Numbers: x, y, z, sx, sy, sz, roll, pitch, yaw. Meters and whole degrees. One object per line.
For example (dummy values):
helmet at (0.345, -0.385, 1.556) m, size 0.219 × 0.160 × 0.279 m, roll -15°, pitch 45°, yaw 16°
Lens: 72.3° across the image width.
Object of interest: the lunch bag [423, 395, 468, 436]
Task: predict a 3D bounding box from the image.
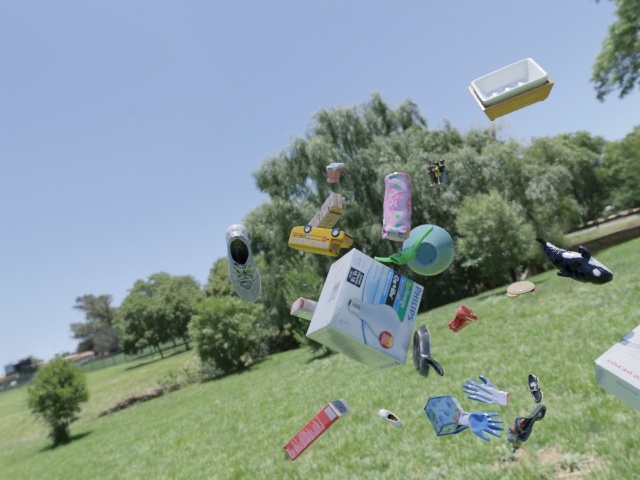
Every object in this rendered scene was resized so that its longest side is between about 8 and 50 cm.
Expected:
lunch bag at (0.509, 0.696, 1.746) m, size 0.151 × 0.129 × 0.096 m, roll -3°, pitch -52°, yaw -19°

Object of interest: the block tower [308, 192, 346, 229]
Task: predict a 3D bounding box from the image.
block tower at (0.035, -0.132, 2.477) m, size 0.090 × 0.097 × 0.335 m, roll 10°, pitch -32°, yaw -22°

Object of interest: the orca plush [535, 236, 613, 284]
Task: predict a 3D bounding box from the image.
orca plush at (0.905, 0.085, 1.611) m, size 0.102 × 0.287 × 0.151 m, roll -27°, pitch -38°, yaw -18°

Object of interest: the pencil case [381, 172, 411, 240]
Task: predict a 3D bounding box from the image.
pencil case at (0.316, -0.137, 1.822) m, size 0.124 × 0.285 × 0.124 m, roll 5°, pitch -14°, yaw 1°

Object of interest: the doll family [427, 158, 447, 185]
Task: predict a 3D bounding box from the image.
doll family at (0.544, -0.317, 2.027) m, size 0.075 × 0.112 × 0.193 m, roll -10°, pitch 6°, yaw 23°

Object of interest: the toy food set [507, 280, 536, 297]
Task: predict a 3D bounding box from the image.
toy food set at (0.610, 0.147, 1.328) m, size 0.082 × 0.020 × 0.083 m, roll -15°, pitch 10°, yaw 28°

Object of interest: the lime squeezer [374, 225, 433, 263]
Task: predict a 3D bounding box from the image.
lime squeezer at (0.329, 0.047, 1.796) m, size 0.058 × 0.110 × 0.310 m, roll 24°, pitch -41°, yaw -34°

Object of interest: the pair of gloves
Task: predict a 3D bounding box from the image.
pair of gloves at (0.547, 0.561, 1.477) m, size 0.159 × 0.198 × 0.023 m, roll 4°, pitch -19°, yaw 40°

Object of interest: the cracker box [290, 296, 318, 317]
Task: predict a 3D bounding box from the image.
cracker box at (-0.022, 0.365, 2.225) m, size 0.232 × 0.067 × 0.156 m, roll 19°, pitch -23°, yaw -11°

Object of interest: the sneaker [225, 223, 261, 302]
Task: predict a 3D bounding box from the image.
sneaker at (-0.274, 0.092, 1.498) m, size 0.105 × 0.282 × 0.115 m, roll -15°, pitch 16°, yaw -5°

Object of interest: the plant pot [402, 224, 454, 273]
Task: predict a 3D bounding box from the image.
plant pot at (0.584, 0.062, 2.409) m, size 0.290 × 0.291 × 0.195 m, roll -23°, pitch -2°, yaw 19°

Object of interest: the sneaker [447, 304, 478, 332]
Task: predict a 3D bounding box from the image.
sneaker at (0.623, 0.363, 1.945) m, size 0.128 × 0.087 × 0.221 m, roll -45°, pitch -33°, yaw 13°

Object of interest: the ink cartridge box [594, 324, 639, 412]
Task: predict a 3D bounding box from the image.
ink cartridge box at (1.098, 0.409, 1.421) m, size 0.307 × 0.129 × 0.223 m, roll -31°, pitch 30°, yaw -12°

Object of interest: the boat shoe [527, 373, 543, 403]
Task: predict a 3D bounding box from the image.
boat shoe at (0.880, 0.607, 1.797) m, size 0.046 × 0.038 × 0.125 m, roll -34°, pitch 24°, yaw 38°

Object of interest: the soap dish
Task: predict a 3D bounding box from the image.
soap dish at (0.818, -0.652, 1.896) m, size 0.290 × 0.229 × 0.118 m, roll -19°, pitch -49°, yaw 14°

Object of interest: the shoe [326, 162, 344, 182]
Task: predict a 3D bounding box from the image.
shoe at (0.075, -0.341, 2.200) m, size 0.063 × 0.081 × 0.178 m, roll 6°, pitch 19°, yaw 20°

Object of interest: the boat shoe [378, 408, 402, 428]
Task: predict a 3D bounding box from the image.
boat shoe at (0.227, 0.581, 1.445) m, size 0.035 × 0.035 × 0.100 m, roll -33°, pitch 26°, yaw -22°

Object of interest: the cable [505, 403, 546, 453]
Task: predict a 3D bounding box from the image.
cable at (0.874, 0.769, 1.871) m, size 0.287 × 0.140 × 0.072 m, roll -29°, pitch 17°, yaw -39°

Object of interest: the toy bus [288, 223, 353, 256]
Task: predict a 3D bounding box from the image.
toy bus at (0.000, 0.000, 2.264) m, size 0.332 × 0.130 × 0.108 m, roll 9°, pitch -12°, yaw 36°

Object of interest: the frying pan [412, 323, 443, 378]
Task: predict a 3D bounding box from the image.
frying pan at (0.376, 0.440, 1.577) m, size 0.053 × 0.198 × 0.326 m, roll 2°, pitch 25°, yaw 3°

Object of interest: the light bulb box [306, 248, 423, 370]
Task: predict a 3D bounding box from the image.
light bulb box at (0.188, 0.292, 1.806) m, size 0.360 × 0.358 × 0.225 m, roll 28°, pitch -30°, yaw -13°

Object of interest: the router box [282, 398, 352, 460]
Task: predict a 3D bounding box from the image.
router box at (-0.004, 0.926, 2.168) m, size 0.301 × 0.082 × 0.335 m, roll -44°, pitch -21°, yaw 0°
